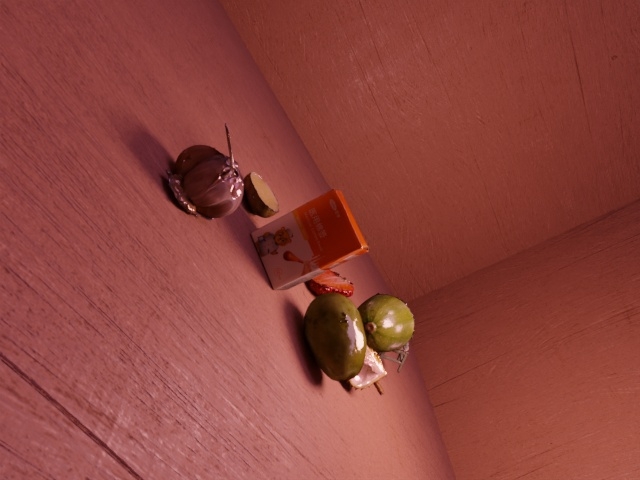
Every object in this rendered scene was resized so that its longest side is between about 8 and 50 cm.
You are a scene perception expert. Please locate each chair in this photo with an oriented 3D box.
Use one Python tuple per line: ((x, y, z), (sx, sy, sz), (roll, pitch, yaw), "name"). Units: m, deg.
((0.407, 0.544, 2.429), (0.147, 0.270, 0.136), (20, 13, 2), "chair")

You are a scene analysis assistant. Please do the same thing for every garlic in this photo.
((-0.302, -0.172, 1.170), (0.256, 0.207, 0.207), (115, -41, -55), "garlic")

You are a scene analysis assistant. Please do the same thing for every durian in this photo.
((0.133, 0.477, 1.782), (0.138, 0.183, 0.249), (18, -28, 52), "durian")

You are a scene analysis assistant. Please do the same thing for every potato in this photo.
((0.050, 0.326, 1.558), (0.216, 0.216, 0.304), (40, 35, -62), "potato")
((-0.233, -0.161, 1.694), (0.164, 0.081, 0.200), (36, 25, -49), "potato")

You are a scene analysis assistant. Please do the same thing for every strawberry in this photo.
((0.026, 0.211, 1.964), (0.190, 0.111, 0.236), (38, 21, 32), "strawberry")

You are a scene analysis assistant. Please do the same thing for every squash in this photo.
((0.270, 0.437, 2.220), (0.309, 0.310, 0.310), (-12, 75, -59), "squash")

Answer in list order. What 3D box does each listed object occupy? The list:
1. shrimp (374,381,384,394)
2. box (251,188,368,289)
((0.278, 0.697, 2.185), (0.108, 0.023, 0.059), (59, 3, -17), "shrimp")
((-0.032, 0.003, 1.549), (0.225, 0.341, 0.143), (66, 13, 12), "box")
